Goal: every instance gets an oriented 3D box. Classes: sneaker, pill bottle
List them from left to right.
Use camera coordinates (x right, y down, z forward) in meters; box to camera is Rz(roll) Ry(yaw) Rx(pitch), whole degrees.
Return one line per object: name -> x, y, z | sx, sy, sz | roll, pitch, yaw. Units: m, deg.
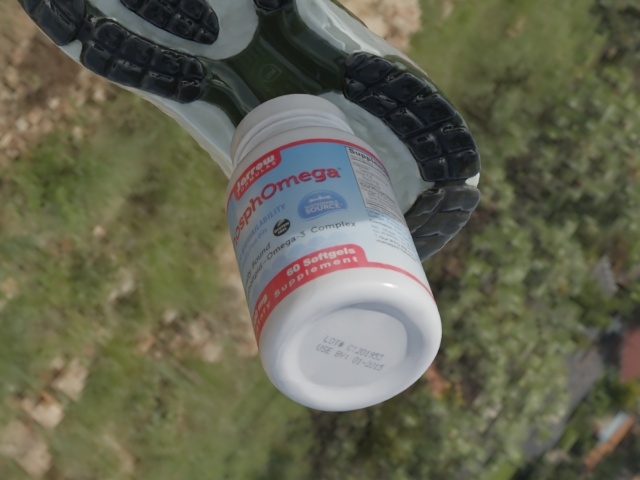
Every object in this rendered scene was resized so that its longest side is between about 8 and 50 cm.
sneaker -> -0.075, -0.147, 0.923 | 0.158, 0.182, 0.410 | -39, 121, 0
pill bottle -> 0.000, 0.000, 0.776 | 0.087, 0.160, 0.087 | -8, 133, -9
